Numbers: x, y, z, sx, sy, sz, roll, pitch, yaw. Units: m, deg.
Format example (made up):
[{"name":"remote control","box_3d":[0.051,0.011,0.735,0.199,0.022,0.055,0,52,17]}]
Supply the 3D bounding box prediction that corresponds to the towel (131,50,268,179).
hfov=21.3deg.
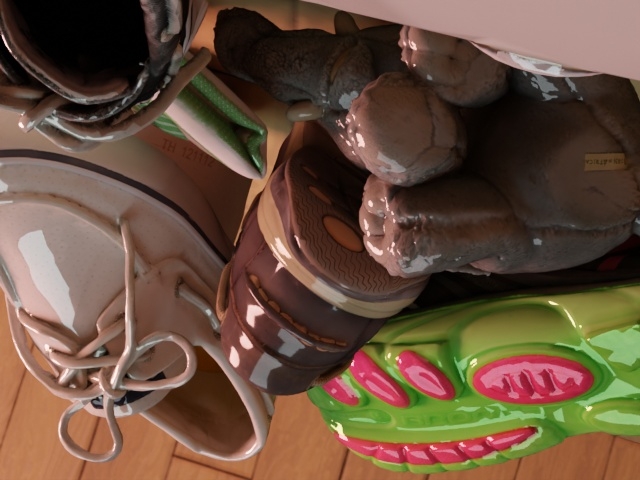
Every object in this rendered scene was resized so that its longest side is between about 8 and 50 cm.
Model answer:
[{"name":"towel","box_3d":[-0.191,-0.135,0.951,0.325,0.038,0.248,20,166,46]}]

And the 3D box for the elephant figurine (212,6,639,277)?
[{"name":"elephant figurine","box_3d":[0.066,-0.065,0.899,0.169,0.186,0.239,-25,-169,-11]}]

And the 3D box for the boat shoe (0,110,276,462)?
[{"name":"boat shoe","box_3d":[-0.126,0.059,1.068,0.136,0.156,0.367,-9,151,18]}]

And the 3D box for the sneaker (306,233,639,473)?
[{"name":"sneaker","box_3d":[0.218,0.035,1.137,0.483,0.202,0.185,-3,135,22]}]

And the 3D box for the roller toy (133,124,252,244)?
[{"name":"roller toy","box_3d":[-0.146,-0.058,1.245,0.209,0.146,0.191,19,180,22]}]

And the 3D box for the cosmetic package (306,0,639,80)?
[{"name":"cosmetic package","box_3d":[0.039,-0.154,0.285,0.197,0.155,0.365,15,172,14]}]

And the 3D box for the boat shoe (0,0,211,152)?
[{"name":"boat shoe","box_3d":[-0.094,-0.091,0.665,0.113,0.105,0.306,25,163,-14]}]

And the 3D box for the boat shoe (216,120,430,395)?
[{"name":"boat shoe","box_3d":[0.000,0.000,1.075,0.132,0.130,0.355,40,-165,2]}]
